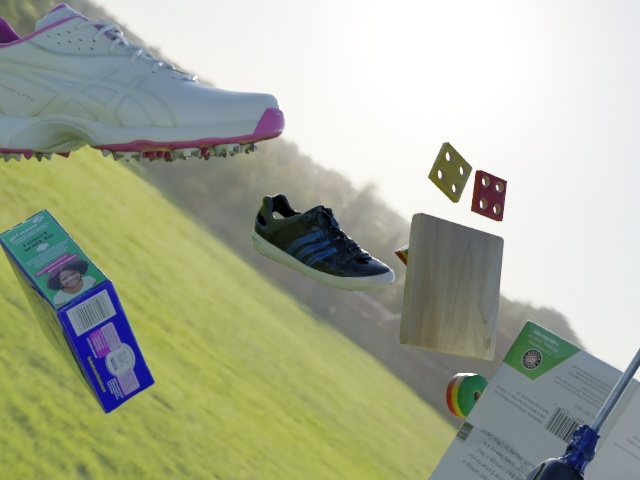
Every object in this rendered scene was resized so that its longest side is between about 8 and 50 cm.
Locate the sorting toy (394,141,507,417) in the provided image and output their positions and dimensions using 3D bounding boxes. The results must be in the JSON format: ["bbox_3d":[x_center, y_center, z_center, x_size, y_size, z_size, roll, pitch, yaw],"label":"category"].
[{"bbox_3d":[0.127,0.041,1.199,0.132,0.275,0.046,14,-12,-40],"label":"sorting toy"}]

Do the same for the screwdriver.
[{"bbox_3d":[0.114,0.065,0.468,0.025,0.170,0.024,37,-23,-7],"label":"screwdriver"}]

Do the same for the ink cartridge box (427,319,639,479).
[{"bbox_3d":[0.207,0.207,1.071,0.092,0.219,0.160,32,0,-33],"label":"ink cartridge box"}]

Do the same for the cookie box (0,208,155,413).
[{"bbox_3d":[-0.157,0.044,0.743,0.107,0.040,0.092,38,-29,46],"label":"cookie box"}]

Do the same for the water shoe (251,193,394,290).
[{"bbox_3d":[0.000,0.000,1.397,0.203,0.080,0.073,20,20,29],"label":"water shoe"}]

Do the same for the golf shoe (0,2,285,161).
[{"bbox_3d":[-0.181,-0.135,0.999,0.306,0.140,0.115,2,3,7],"label":"golf shoe"}]
